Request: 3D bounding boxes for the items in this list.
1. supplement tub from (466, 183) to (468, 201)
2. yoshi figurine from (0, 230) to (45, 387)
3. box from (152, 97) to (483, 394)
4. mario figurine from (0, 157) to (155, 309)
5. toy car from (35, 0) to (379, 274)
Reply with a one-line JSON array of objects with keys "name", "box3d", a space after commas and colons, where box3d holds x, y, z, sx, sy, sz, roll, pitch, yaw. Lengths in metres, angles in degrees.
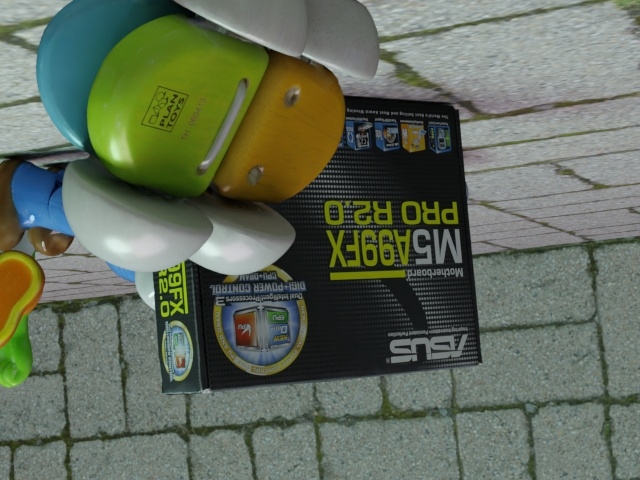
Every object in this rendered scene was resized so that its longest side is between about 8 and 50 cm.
[{"name": "supplement tub", "box3d": [0.113, -0.051, 1.315, 0.071, 0.071, 0.107, -6, 175, 14]}, {"name": "yoshi figurine", "box3d": [-0.393, 0.056, 1.351, 0.203, 0.203, 0.362, -2, 179, -12]}, {"name": "box", "box3d": [0.000, 0.000, 0.973, 0.270, 0.216, 0.060, 0, 172, -37]}, {"name": "mario figurine", "box3d": [-0.135, 0.026, 1.086, 0.321, 0.170, 0.198, 12, -144, 22]}, {"name": "toy car", "box3d": [-0.068, -0.075, 0.645, 0.136, 0.159, 0.182, 33, -166, 26]}]
